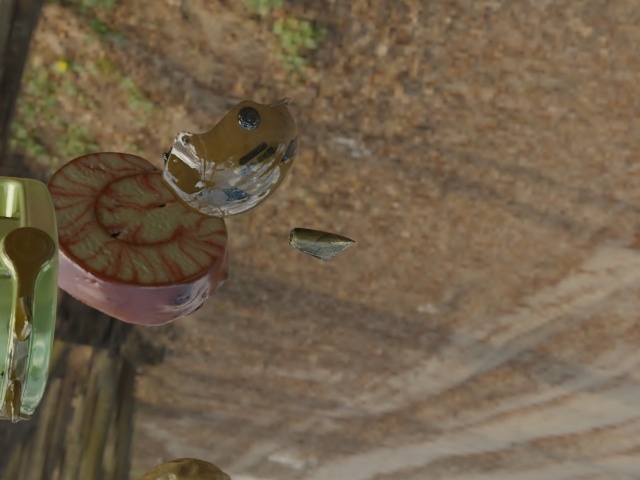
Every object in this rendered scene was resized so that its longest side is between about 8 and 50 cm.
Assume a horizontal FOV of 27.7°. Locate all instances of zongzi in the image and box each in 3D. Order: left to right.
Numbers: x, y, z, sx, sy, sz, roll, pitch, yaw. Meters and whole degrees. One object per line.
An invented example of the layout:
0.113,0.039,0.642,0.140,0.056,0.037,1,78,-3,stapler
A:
0.000,0.000,1.914,0.076,0.040,0.083,21,162,-23,zongzi

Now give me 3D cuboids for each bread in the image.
-0.317,-0.002,2.162,0.328,0.295,0.114,34,133,13,bread

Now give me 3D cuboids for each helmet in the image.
-0.118,-0.108,1.887,0.224,0.130,0.198,-24,172,-19,helmet

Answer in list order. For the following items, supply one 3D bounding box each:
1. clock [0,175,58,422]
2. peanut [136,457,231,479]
-0.420,0.090,1.713,0.117,0.286,0.348,6,-159,-17,clock
-0.165,0.243,1.113,0.193,0.089,0.089,-23,175,-21,peanut
